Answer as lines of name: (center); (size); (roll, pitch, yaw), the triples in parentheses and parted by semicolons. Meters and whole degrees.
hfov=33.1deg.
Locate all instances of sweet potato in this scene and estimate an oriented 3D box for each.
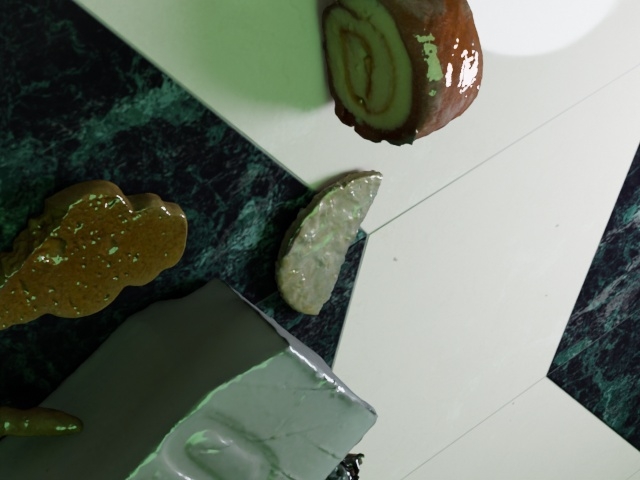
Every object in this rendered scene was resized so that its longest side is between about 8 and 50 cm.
sweet potato: (-0.435, 0.233, 1.344); (0.269, 0.075, 0.075); (4, 121, -24)

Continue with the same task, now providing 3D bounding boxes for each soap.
soap: (-0.182, 0.289, 1.495); (0.435, 0.213, 0.350); (-46, 132, -4)

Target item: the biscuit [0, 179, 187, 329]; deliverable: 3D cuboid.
biscuit: (-0.313, 0.025, 1.317); (0.320, 0.047, 0.183); (-33, 135, -16)

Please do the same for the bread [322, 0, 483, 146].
bread: (0.099, -0.244, 1.351); (0.123, 0.190, 0.244); (-39, 137, -29)

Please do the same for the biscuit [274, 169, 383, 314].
biscuit: (-0.004, 0.003, 1.572); (0.133, 0.032, 0.250); (3, 120, -42)

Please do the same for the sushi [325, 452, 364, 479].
sushi: (-0.021, 0.466, 1.796); (0.238, 0.225, 0.219); (-14, 151, -5)
